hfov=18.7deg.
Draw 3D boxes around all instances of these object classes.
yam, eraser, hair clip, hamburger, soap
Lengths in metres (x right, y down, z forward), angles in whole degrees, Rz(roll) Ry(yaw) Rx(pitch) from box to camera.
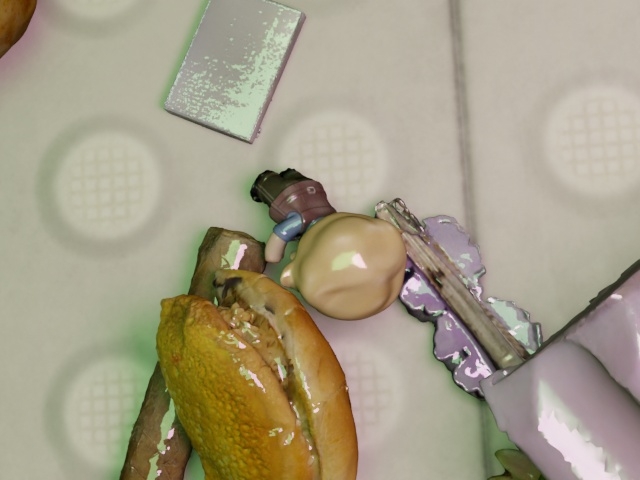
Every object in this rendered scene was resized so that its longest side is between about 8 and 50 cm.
[{"bbox_3d":[-0.136,0.156,1.971,0.081,0.081,0.356,17,85,11],"label":"yam"},{"bbox_3d":[-0.089,-0.187,2.045,0.104,0.023,0.150,22,85,12],"label":"eraser"},{"bbox_3d":[0.147,0.074,1.940,0.106,0.084,0.292,-41,72,6],"label":"hair clip"},{"bbox_3d":[-0.041,0.164,1.889,0.144,0.156,0.283,-27,101,-34],"label":"hamburger"},{"bbox_3d":[0.410,0.182,1.710,0.435,0.350,0.213,51,136,8],"label":"soap"}]

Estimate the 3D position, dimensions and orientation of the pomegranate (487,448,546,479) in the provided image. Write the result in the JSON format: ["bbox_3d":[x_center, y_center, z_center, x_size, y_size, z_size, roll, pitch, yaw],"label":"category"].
[{"bbox_3d":[0.259,0.259,1.852,0.225,0.187,0.187,21,84,40],"label":"pomegranate"}]

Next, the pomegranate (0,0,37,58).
[{"bbox_3d":[-0.402,-0.271,2.017,0.233,0.233,0.233,-1,81,9],"label":"pomegranate"}]

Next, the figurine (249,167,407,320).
[{"bbox_3d":[0.000,0.000,1.941,0.196,0.114,0.108,40,118,38],"label":"figurine"}]
